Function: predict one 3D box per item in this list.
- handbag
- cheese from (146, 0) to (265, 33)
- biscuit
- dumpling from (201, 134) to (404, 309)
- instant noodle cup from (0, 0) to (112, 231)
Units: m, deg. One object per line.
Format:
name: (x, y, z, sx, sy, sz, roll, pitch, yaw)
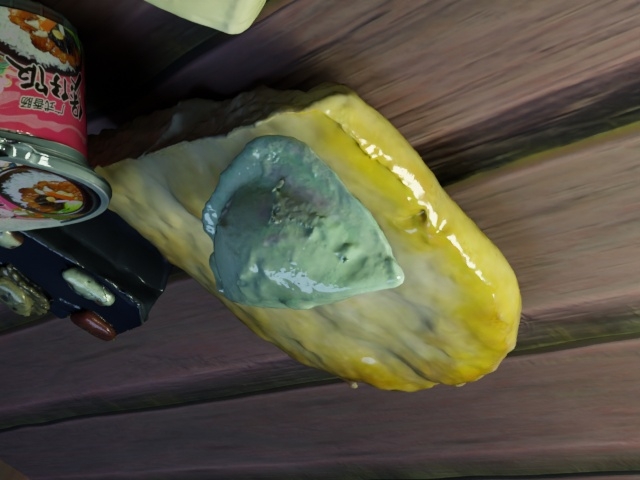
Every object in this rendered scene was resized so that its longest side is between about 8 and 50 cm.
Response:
handbag: (-0.352, 0.009, 1.760, 0.303, 0.122, 0.329, 33, 156, -11)
cheese: (-0.116, -0.288, 0.966, 0.242, 0.124, 0.265, 33, 154, -1)
biscuit: (0.000, -0.001, 1.398, 0.446, 0.104, 0.429, 42, 148, -21)
dumpling: (-0.025, -0.004, 1.205, 0.216, 0.105, 0.149, 4, 142, 37)
instant noodle cup: (-0.327, -0.129, 1.345, 0.258, 0.182, 0.302, 8, 164, -26)
